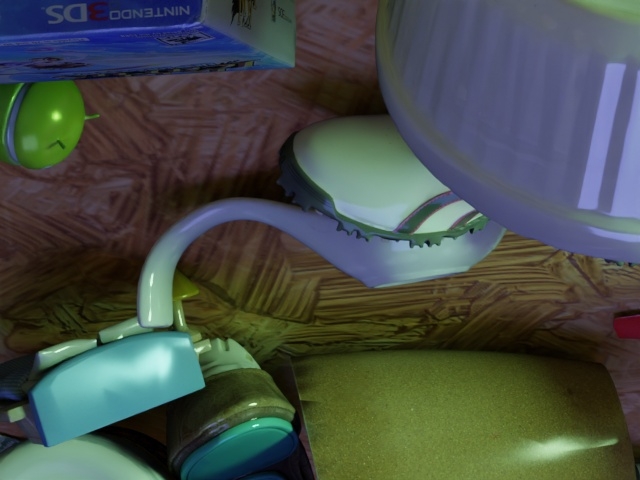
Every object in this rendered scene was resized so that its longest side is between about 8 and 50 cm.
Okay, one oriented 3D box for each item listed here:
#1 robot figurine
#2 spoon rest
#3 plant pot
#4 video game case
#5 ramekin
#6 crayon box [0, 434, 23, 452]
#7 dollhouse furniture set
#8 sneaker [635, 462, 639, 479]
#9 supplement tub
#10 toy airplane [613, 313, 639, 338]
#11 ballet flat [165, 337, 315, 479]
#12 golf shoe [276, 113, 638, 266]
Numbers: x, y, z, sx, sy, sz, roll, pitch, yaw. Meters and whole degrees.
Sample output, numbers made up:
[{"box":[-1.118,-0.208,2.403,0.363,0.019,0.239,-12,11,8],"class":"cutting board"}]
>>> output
[{"box":[-0.201,-0.085,1.235,0.115,0.101,0.067,18,131,17],"class":"robot figurine"},{"box":[0.000,0.000,1.376,0.276,0.084,0.137,-11,176,12],"class":"spoon rest"},{"box":[0.122,0.187,1.594,0.254,0.237,0.237,-11,151,-1],"class":"plant pot"},{"box":[-0.166,-0.124,1.073,0.269,0.061,0.244,-2,-179,10],"class":"video game case"},{"box":[0.162,-0.130,0.948,0.272,0.273,0.127,2,139,1],"class":"ramekin"},{"box":[-0.236,0.290,1.937,0.323,0.083,0.203,17,148,-23],"class":"crayon box"},{"box":[-0.281,0.064,1.545,0.303,0.198,0.286,-19,-175,-26],"class":"dollhouse furniture set"},{"box":[0.239,0.284,1.865,0.153,0.099,0.282,9,148,-8],"class":"sneaker"},{"box":[-0.196,0.255,1.647,0.193,0.194,0.316,3,176,1],"class":"supplement tub"},{"box":[0.311,0.082,1.555,0.151,0.028,0.151,1,151,1],"class":"toy airplane"},{"box":[-0.070,0.154,1.620,0.116,0.124,0.342,-20,158,2],"class":"ballet flat"},{"box":[0.109,-0.063,1.260,0.272,0.105,0.120,3,134,-10],"class":"golf shoe"}]
